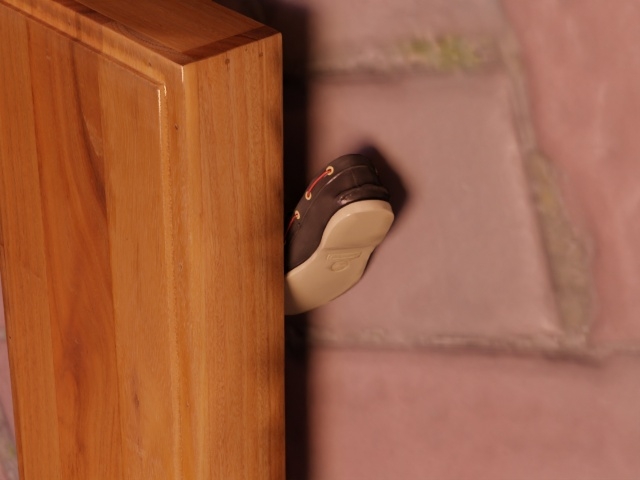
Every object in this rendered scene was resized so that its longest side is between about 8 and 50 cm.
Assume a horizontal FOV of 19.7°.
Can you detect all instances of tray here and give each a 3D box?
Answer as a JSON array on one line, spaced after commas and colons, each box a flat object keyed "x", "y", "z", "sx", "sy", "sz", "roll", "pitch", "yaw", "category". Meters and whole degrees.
[{"x": -0.113, "y": 0.045, "z": 1.104, "sx": 0.203, "sy": 0.076, "sz": 0.410, "roll": 29, "pitch": 129, "yaw": 41, "category": "tray"}]

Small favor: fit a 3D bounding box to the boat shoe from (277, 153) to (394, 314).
[{"x": 0.002, "y": 0.000, "z": 1.043, "sx": 0.133, "sy": 0.049, "sz": 0.042, "roll": -55, "pitch": 44, "yaw": 51, "category": "boat shoe"}]
